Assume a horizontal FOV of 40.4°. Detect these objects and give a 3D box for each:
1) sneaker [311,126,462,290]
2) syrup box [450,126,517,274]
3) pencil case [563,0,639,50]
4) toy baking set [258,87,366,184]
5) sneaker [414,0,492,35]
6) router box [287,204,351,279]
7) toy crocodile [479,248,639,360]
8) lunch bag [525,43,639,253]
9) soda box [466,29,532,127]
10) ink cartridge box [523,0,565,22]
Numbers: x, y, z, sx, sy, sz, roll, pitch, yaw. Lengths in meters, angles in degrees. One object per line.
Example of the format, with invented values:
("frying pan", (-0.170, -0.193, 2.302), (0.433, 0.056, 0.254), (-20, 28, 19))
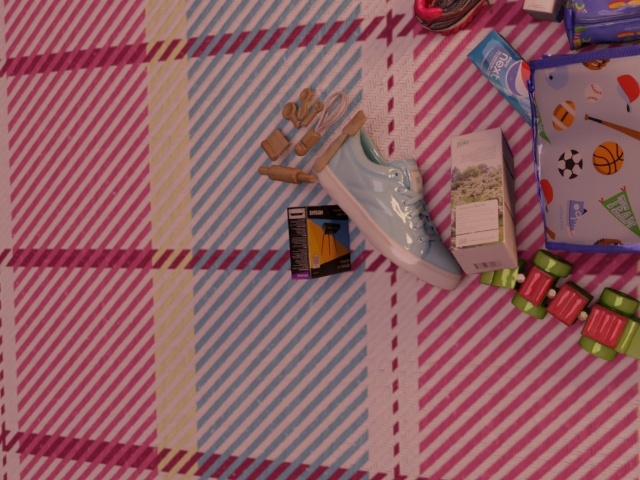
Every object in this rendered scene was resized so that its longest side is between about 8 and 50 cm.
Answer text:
("sneaker", (0.143, -0.070, 1.595), (0.366, 0.135, 0.150), (45, 113, 15))
("syrup box", (0.282, -0.070, 1.502), (0.093, 0.096, 0.237), (-9, 58, 24))
("pencil case", (0.547, -0.381, 1.403), (0.306, 0.133, 0.119), (-1, 107, 25))
("toy baking set", (-0.028, -0.199, 1.662), (0.256, 0.030, 0.197), (20, 88, 48))
("sneaker", (0.288, -0.485, 1.523), (0.121, 0.112, 0.299), (47, 108, 15))
("router box", (0.000, 0.000, 1.638), (0.046, 0.179, 0.133), (-2, 93, 26))
("toy crocodile", (0.436, 0.113, 1.490), (0.340, 0.105, 0.115), (31, 104, 19))
("lunch bag", (0.527, -0.152, 1.354), (0.385, 0.239, 0.328), (-5, 98, 25))
("soda box", (0.355, -0.268, 1.525), (0.067, 0.071, 0.210), (-44, 75, 20))
("ink cartridge box", (0.395, -0.445, 1.490), (0.052, 0.088, 0.122), (17, 99, 25))
